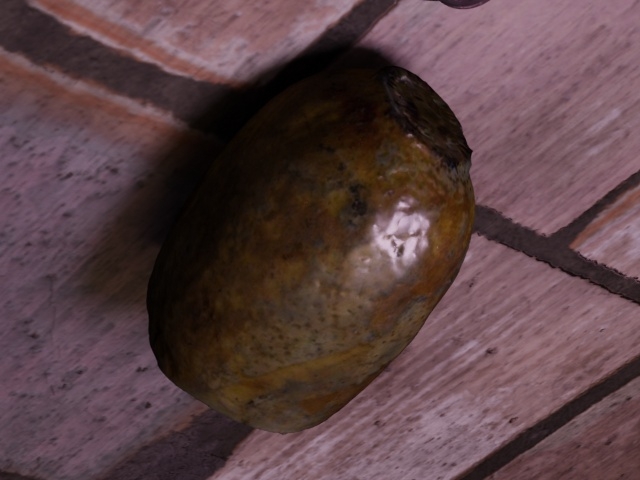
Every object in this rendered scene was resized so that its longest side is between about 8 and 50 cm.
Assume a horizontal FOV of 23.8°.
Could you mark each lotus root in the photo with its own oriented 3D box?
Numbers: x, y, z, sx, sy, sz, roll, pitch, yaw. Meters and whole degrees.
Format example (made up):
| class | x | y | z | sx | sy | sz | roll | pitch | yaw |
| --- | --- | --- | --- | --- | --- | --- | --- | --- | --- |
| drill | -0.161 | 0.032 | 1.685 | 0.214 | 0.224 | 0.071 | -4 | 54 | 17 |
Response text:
| class | x | y | z | sx | sy | sz | roll | pitch | yaw |
| --- | --- | --- | --- | --- | --- | --- | --- | --- | --- |
| lotus root | 0.000 | 0.000 | 1.395 | 0.250 | 0.250 | 0.346 | 13 | 131 | -35 |

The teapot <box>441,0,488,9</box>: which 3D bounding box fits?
| class | x | y | z | sx | sy | sz | roll | pitch | yaw |
| --- | --- | --- | --- | --- | --- | --- | --- | --- | --- |
| teapot | 0.081 | -0.230 | 1.206 | 0.148 | 0.116 | 0.146 | -37 | 151 | 20 |
